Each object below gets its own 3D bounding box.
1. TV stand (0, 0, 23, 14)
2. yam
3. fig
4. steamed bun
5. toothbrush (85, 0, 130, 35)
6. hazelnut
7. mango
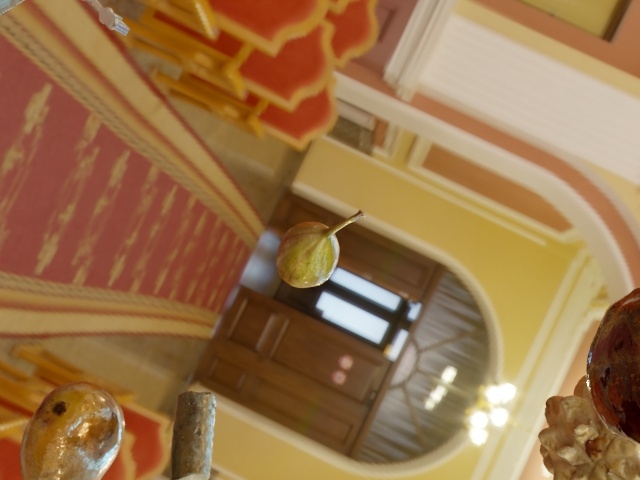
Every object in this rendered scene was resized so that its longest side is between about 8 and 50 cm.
[{"bbox_3d":[-0.336,-0.308,1.073,0.269,0.088,0.083,-59,148,-54],"label":"TV stand"},{"bbox_3d":[-0.228,0.357,1.807,0.078,0.078,0.179,112,-18,-49],"label":"yam"},{"bbox_3d":[-0.003,-0.008,1.391,0.166,0.093,0.093,-63,178,34],"label":"fig"},{"bbox_3d":[0.518,0.380,1.768,0.137,0.292,0.295,-3,92,-58],"label":"steamed bun"},{"bbox_3d":[-0.416,-0.441,1.756,0.386,0.040,0.040,46,-60,45],"label":"toothbrush"},{"bbox_3d":[0.456,0.162,1.316,0.218,0.218,0.234,-65,170,3],"label":"hazelnut"},{"bbox_3d":[-0.448,0.380,1.807,0.193,0.146,0.316,-26,147,-40],"label":"mango"}]
